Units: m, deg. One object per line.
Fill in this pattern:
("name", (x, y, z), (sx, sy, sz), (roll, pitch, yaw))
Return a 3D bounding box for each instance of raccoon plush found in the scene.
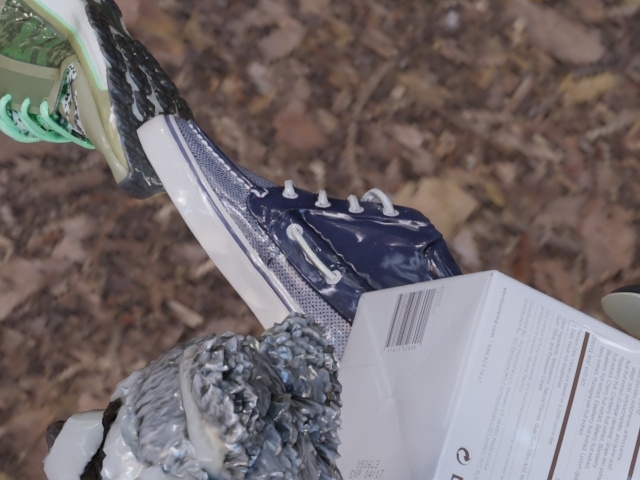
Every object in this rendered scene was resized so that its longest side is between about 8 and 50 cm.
("raccoon plush", (0.036, 0.234, 0.979), (0.446, 0.299, 0.216), (25, 8, -3))

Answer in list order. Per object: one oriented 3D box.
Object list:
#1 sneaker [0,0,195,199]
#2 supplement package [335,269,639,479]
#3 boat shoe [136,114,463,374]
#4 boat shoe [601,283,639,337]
("sneaker", (-0.253, -0.139, 1.726), (0.158, 0.182, 0.410), (40, 11, -43))
("supplement package", (0.165, 0.161, 1.280), (0.293, 0.177, 0.175), (26, 71, -25))
("boat shoe", (0.000, 0.000, 1.464), (0.158, 0.127, 0.340), (-36, 71, -1))
("boat shoe", (0.274, 0.051, 1.391), (0.042, 0.133, 0.049), (-48, 120, -30))
